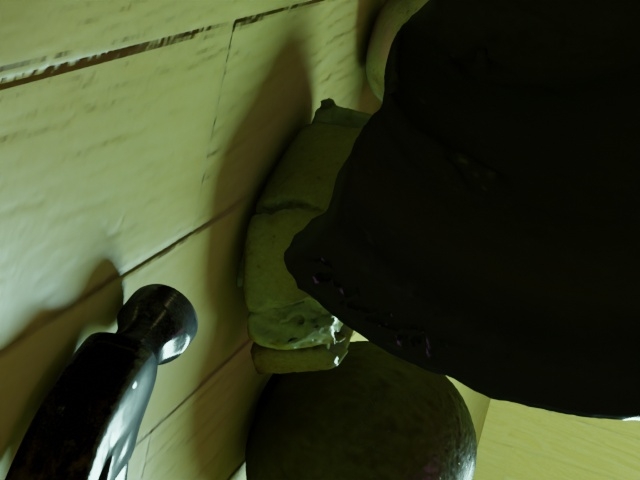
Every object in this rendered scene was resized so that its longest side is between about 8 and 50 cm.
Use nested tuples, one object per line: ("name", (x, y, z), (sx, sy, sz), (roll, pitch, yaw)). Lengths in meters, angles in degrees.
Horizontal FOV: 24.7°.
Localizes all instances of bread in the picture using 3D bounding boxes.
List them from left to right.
("bread", (0.000, 0.000, 0.800), (0.156, 0.064, 0.117), (-59, 157, -47))

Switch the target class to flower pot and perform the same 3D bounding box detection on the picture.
("flower pot", (0.128, -0.147, 0.602), (0.251, 0.379, 0.379), (-97, -160, -74))

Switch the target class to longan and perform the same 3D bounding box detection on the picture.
("longan", (0.036, 0.142, 0.902), (0.154, 0.176, 0.145), (-51, 174, -27))

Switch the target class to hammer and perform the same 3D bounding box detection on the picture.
("hammer", (-0.102, 0.171, 0.616), (0.137, 0.037, 0.289), (-55, 158, -58))

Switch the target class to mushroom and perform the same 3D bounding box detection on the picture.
("mushroom", (0.064, -0.119, 0.923), (0.083, 0.067, 0.083), (-57, 160, -34))
